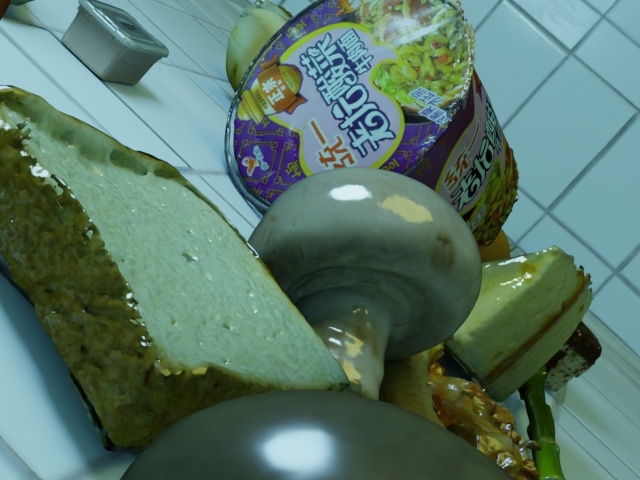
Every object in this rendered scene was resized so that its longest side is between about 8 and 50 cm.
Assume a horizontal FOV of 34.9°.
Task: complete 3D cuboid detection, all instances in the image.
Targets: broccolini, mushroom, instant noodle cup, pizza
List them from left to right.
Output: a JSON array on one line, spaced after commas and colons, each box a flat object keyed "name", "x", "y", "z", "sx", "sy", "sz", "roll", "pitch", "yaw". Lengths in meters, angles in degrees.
[{"name": "mushroom", "x": 0.037, "y": 0.039, "z": 0.824, "sx": 0.206, "sy": 0.206, "sz": 0.209, "roll": 32, "pitch": 17, "yaw": -36}, {"name": "instant noodle cup", "x": 0.090, "y": -0.117, "z": 1.272, "sx": 0.266, "sy": 0.340, "sz": 0.340, "roll": 41, "pitch": 9, "yaw": -47}, {"name": "pizza", "x": 0.123, "y": 0.169, "z": 0.908, "sx": 0.182, "sy": 0.074, "sz": 0.365, "roll": 31, "pitch": 14, "yaw": -4}, {"name": "broccolini", "x": 0.258, "y": 0.212, "z": 1.246, "sx": 0.074, "sy": 0.079, "sz": 0.392, "roll": 50, "pitch": 18, "yaw": -12}]

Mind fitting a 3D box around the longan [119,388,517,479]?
[{"name": "longan", "x": 0.011, "y": 0.159, "z": 0.357, "sx": 0.220, "sy": 0.196, "sz": 0.196, "roll": 40, "pitch": 10, "yaw": 28}]

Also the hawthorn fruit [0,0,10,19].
[{"name": "hawthorn fruit", "x": -0.313, "y": -0.214, "z": 0.787, "sx": 0.133, "sy": 0.133, "sz": 0.138, "roll": 46, "pitch": 30, "yaw": 19}]

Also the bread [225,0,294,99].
[{"name": "bread", "x": -0.034, "y": -0.246, "z": 1.654, "sx": 0.333, "sy": 0.160, "sz": 0.333, "roll": 39, "pitch": 15, "yaw": -12}]

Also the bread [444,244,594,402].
[{"name": "bread", "x": 0.209, "y": 0.066, "z": 1.175, "sx": 0.135, "sy": 0.178, "sz": 0.240, "roll": 47, "pitch": 0, "yaw": 30}]

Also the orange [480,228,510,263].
[{"name": "orange", "x": 0.211, "y": 0.011, "z": 1.568, "sx": 0.159, "sy": 0.136, "sz": 0.159, "roll": 50, "pitch": -5, "yaw": 5}]

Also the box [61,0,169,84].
[{"name": "box", "x": -0.245, "y": -0.232, "z": 1.204, "sx": 0.089, "sy": 0.062, "sz": 0.122, "roll": 43, "pitch": 14, "yaw": 7}]

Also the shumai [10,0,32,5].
[{"name": "shumai", "x": -0.376, "y": -0.440, "z": 1.065, "sx": 0.309, "sy": 0.263, "sz": 0.304, "roll": 26, "pitch": 21, "yaw": -49}]

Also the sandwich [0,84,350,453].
[{"name": "sandwich", "x": -0.112, "y": 0.028, "z": 0.658, "sx": 0.251, "sy": 0.087, "sz": 0.226, "roll": 51, "pitch": 17, "yaw": 29}]

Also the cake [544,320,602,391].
[{"name": "cake", "x": 0.315, "y": 0.145, "z": 1.479, "sx": 0.135, "sy": 0.112, "sz": 0.246, "roll": 50, "pitch": 15, "yaw": 24}]
